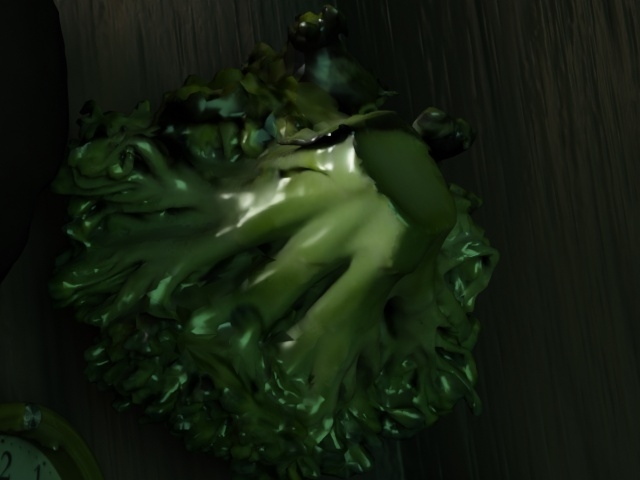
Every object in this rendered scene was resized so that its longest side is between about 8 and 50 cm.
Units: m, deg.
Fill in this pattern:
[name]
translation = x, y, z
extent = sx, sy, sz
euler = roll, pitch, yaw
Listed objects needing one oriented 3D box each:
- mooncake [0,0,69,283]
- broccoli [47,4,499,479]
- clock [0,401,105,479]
[mooncake]
translation = -0.335, -0.090, 0.762
extent = 0.350, 0.212, 0.381
euler = 31, 62, -19
[broccoli]
translation = -0.016, 0.009, 0.900
extent = 0.324, 0.272, 0.334
euler = -2, 69, -66
[clock]
translation = -0.214, 0.219, 0.800
extent = 0.237, 0.057, 0.237
euler = 13, 75, -63
